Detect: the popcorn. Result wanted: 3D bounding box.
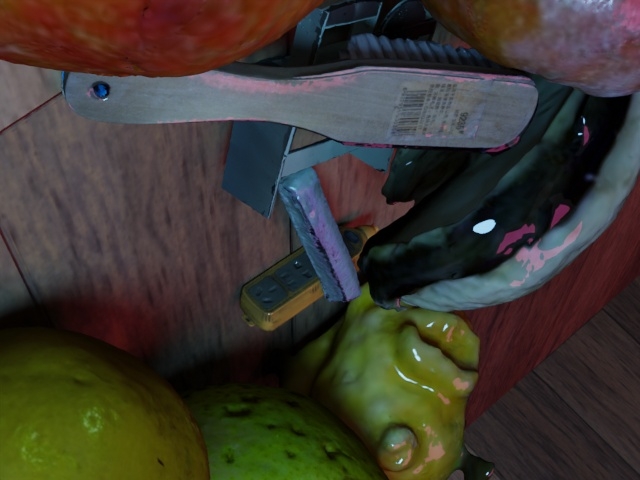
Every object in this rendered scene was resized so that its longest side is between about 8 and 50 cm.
[{"bbox_3d":[0.067,0.188,1.328,0.316,0.280,0.297,123,-12,-67],"label":"popcorn"}]

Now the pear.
[{"bbox_3d":[-0.107,0.325,1.090,0.391,0.391,0.391,-38,159,-18],"label":"pear"}]

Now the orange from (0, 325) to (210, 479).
[{"bbox_3d":[-0.212,0.199,0.822,0.279,0.235,0.279,-31,151,-19],"label":"orange"}]

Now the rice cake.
[{"bbox_3d":[0.001,0.000,1.060,0.033,0.033,0.208,-50,147,-19],"label":"rice cake"}]

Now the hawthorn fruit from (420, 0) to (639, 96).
[{"bbox_3d":[0.181,-0.215,0.744,0.263,0.235,0.231,-33,-146,62],"label":"hawthorn fruit"}]

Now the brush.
[{"bbox_3d":[-0.007,-0.105,0.752,0.327,0.065,0.070,0,135,-24],"label":"brush"}]

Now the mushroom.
[{"bbox_3d":[0.161,-0.080,0.932,0.247,0.130,0.344,-21,-144,47],"label":"mushroom"}]

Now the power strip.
[{"bbox_3d":[-0.007,0.029,1.148,0.178,0.049,0.028,-33,151,-28],"label":"power strip"}]

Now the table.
[{"bbox_3d":[0.010,-0.118,0.866,0.146,0.062,0.175,-23,138,-45],"label":"table"}]

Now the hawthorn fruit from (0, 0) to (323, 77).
[{"bbox_3d":[-0.065,-0.163,0.463,0.211,0.211,0.299,-50,168,14],"label":"hawthorn fruit"}]
